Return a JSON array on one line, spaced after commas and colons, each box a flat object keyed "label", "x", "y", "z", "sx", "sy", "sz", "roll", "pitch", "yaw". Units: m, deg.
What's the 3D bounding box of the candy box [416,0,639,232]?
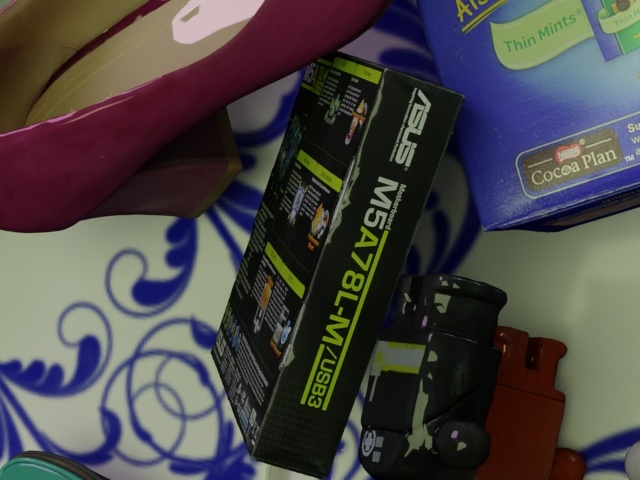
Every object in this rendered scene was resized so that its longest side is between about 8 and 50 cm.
[{"label": "candy box", "x": 0.170, "y": -0.190, "z": 0.690, "sx": 0.268, "sy": 0.122, "sz": 0.317, "roll": -18, "pitch": 82, "yaw": 25}]

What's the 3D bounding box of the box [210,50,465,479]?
[{"label": "box", "x": 0.000, "y": 0.000, "z": 0.733, "sx": 0.045, "sy": 0.190, "sz": 0.184, "roll": 20, "pitch": 96, "yaw": -13}]

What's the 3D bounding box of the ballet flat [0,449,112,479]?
[{"label": "ballet flat", "x": -0.094, "y": 0.184, "z": 0.827, "sx": 0.203, "sy": 0.074, "sz": 0.074, "roll": 30, "pitch": 101, "yaw": 23}]

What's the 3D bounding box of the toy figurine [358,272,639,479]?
[{"label": "toy figurine", "x": 0.122, "y": 0.113, "z": 0.654, "sx": 0.209, "sy": 0.213, "sz": 0.148, "roll": 10, "pitch": 80, "yaw": 20}]

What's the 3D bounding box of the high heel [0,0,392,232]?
[{"label": "high heel", "x": -0.079, "y": -0.125, "z": 0.689, "sx": 0.377, "sy": 0.181, "sz": 0.127, "roll": -57, "pitch": 42, "yaw": 41}]
